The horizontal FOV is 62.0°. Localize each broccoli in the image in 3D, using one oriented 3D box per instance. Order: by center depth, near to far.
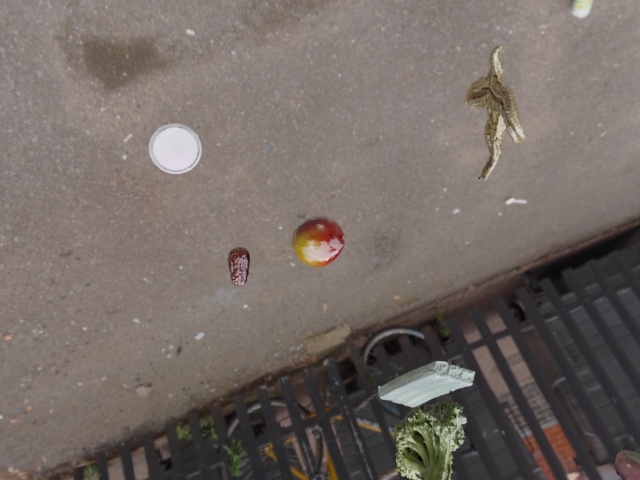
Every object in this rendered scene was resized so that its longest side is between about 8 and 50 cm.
[{"bbox_3d":[0.353,0.740,1.715,0.274,0.397,0.353,-9,151,20],"label":"broccoli"}]

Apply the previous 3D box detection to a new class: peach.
[{"bbox_3d":[0.000,0.000,1.915,0.197,0.197,0.197,-17,150,-10],"label":"peach"}]

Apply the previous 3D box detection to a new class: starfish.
[{"bbox_3d":[0.491,-0.354,1.517,0.082,0.324,0.432,-8,171,1],"label":"starfish"}]

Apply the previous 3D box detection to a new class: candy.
[{"bbox_3d":[0.570,0.406,0.929,0.103,0.103,0.043,15,92,-48],"label":"candy"}]

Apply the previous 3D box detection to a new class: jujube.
[{"bbox_3d":[-0.267,0.085,1.744,0.077,0.129,0.077,1,-177,0],"label":"jujube"}]

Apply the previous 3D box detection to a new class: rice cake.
[{"bbox_3d":[0.244,0.339,1.250,0.127,0.043,0.237,20,144,-23],"label":"rice cake"}]

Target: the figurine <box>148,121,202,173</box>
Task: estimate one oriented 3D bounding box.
[{"bbox_3d":[-0.379,-0.255,1.381,0.132,0.154,0.132,-8,117,-17],"label":"figurine"}]
